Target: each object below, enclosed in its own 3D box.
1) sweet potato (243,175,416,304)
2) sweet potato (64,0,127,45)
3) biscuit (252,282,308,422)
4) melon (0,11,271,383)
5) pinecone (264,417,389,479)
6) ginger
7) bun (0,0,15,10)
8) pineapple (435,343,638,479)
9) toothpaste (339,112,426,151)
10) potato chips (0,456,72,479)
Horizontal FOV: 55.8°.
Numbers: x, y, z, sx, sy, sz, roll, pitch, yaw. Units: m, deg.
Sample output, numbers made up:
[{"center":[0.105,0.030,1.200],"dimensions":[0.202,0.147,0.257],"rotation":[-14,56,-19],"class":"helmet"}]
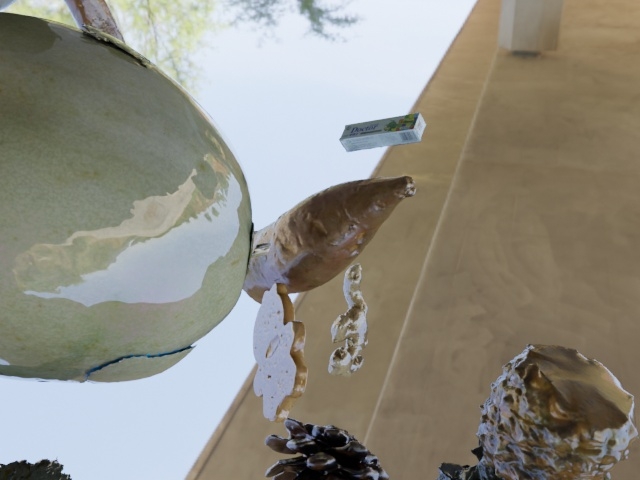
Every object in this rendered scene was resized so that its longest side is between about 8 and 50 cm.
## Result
[{"center":[-0.002,-0.002,0.875],"dimensions":[0.337,0.131,0.131],"rotation":[-29,-167,42],"class":"sweet potato"},{"center":[-0.341,-0.331,0.924],"dimensions":[0.067,0.281,0.059],"rotation":[-38,-128,-3],"class":"sweet potato"},{"center":[-0.056,0.148,0.800],"dimensions":[0.027,0.133,0.184],"rotation":[12,-157,-25],"class":"biscuit"},{"center":[-0.200,-0.029,0.465],"dimensions":[0.330,0.268,0.268],"rotation":[19,-148,-10],"class":"melon"},{"center":[0.004,0.409,1.013],"dimensions":[0.202,0.229,0.201],"rotation":[20,-120,-30],"class":"pinecone"},{"center":[0.064,0.183,1.307],"dimensions":[0.065,0.258,0.149],"rotation":[8,-167,21],"class":"ginger"},{"center":[-0.315,-0.338,0.504],"dimensions":[0.194,0.354,0.354],"rotation":[3,-160,-45],"class":"bun"},{"center":[0.184,0.217,0.576],"dimensions":[0.128,0.248,0.128],"rotation":[19,-152,-11],"class":"pineapple"},{"center":[0.114,-0.198,1.123],"dimensions":[0.164,0.034,0.046],"rotation":[-2,-128,37],"class":"toothpaste"},{"center":[-0.300,0.252,0.552],"dimensions":[0.209,0.026,0.142],"rotation":[23,-129,24],"class":"potato chips"}]
